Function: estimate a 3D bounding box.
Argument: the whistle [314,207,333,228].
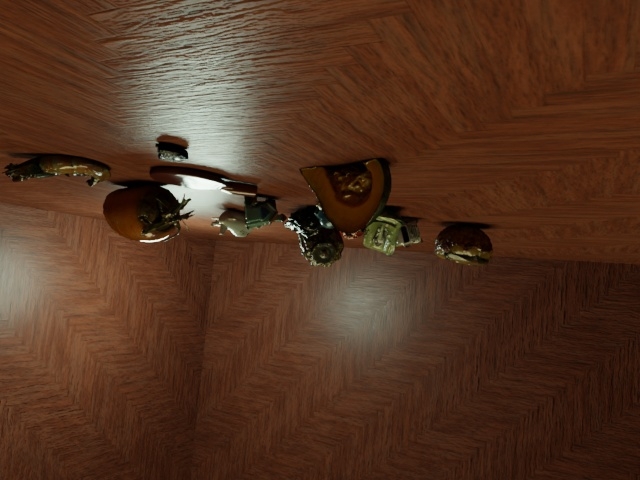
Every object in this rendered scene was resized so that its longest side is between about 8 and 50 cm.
[{"bbox_3d":[0.032,-0.086,1.860,0.090,0.090,0.158,5,175,6],"label":"whistle"}]

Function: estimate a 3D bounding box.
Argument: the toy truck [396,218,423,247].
[{"bbox_3d":[0.316,-0.019,2.085,0.114,0.098,0.227,-14,179,-9],"label":"toy truck"}]

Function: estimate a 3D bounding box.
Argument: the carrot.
[{"bbox_3d":[-0.586,-0.088,1.795,0.331,0.214,0.193,-4,-163,43],"label":"carrot"}]

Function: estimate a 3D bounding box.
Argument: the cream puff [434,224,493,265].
[{"bbox_3d":[0.566,0.018,2.080,0.240,0.164,0.240,17,-175,-2],"label":"cream puff"}]

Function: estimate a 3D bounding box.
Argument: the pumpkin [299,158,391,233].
[{"bbox_3d":[0.070,-0.091,1.238,0.111,0.163,0.278,11,174,-44],"label":"pumpkin"}]

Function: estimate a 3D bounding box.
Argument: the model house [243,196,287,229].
[{"bbox_3d":[-0.190,-0.102,1.835,0.149,0.119,0.148,-4,176,-11],"label":"model house"}]

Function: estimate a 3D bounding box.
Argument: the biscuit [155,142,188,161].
[{"bbox_3d":[-0.344,-0.200,1.203,0.087,0.027,0.089,1,174,38],"label":"biscuit"}]

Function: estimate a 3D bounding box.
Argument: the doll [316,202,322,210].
[{"bbox_3d":[0.032,-0.119,1.771,0.061,0.051,0.093,-28,179,34],"label":"doll"}]

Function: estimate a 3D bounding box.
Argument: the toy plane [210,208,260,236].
[{"bbox_3d":[-0.371,-0.071,2.317,0.245,0.117,0.244,4,174,0],"label":"toy plane"}]

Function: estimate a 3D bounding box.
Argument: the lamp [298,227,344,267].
[{"bbox_3d":[0.000,0.000,2.133,0.177,0.177,0.274,6,-161,-8],"label":"lamp"}]

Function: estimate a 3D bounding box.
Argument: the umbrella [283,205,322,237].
[{"bbox_3d":[-0.080,-0.069,2.074,0.118,0.118,0.340,7,175,-21],"label":"umbrella"}]

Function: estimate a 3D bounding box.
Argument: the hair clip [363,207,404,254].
[{"bbox_3d":[0.229,-0.050,1.915,0.138,0.091,0.321,19,158,7],"label":"hair clip"}]

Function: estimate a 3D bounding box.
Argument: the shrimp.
[{"bbox_3d":[-0.746,-0.196,1.521,0.290,0.054,0.222,-4,174,10],"label":"shrimp"}]

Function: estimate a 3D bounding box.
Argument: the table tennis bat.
[{"bbox_3d":[-0.338,-0.168,1.538,0.310,0.038,0.200,8,175,-22],"label":"table tennis bat"}]

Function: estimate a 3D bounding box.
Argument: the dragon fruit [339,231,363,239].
[{"bbox_3d":[0.125,-0.049,2.266,0.162,0.083,0.106,7,173,2],"label":"dragon fruit"}]
